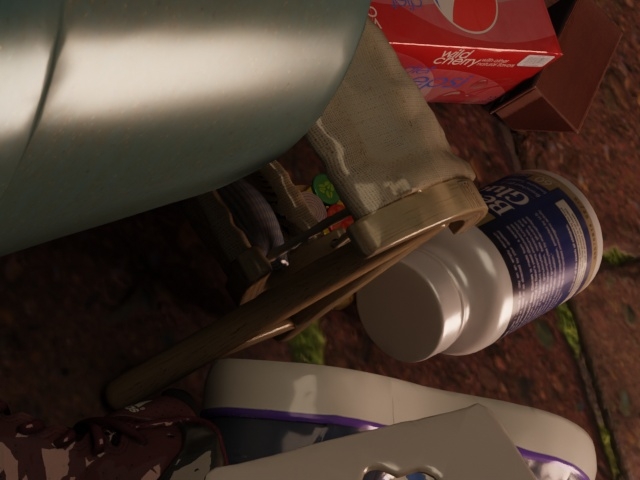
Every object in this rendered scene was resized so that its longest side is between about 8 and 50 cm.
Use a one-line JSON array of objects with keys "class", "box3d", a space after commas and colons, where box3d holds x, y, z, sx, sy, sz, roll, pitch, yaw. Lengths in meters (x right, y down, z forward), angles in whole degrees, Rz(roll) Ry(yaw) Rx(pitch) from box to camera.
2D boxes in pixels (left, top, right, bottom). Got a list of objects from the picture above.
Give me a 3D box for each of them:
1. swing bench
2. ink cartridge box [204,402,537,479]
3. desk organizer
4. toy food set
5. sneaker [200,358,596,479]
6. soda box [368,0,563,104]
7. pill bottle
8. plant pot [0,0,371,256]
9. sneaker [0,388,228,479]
[{"class": "swing bench", "box3d": [-0.052, -0.079, 1.100, 0.165, 0.254, 0.253, -22, 82, -46]}, {"class": "ink cartridge box", "box3d": [0.067, 0.266, 0.924, 0.207, 0.119, 0.353, -8, 61, -41]}, {"class": "desk organizer", "box3d": [0.177, -0.126, 1.476, 0.050, 0.047, 0.130, 45, 45, -16]}, {"class": "toy food set", "box3d": [0.000, 0.000, 1.268, 0.082, 0.020, 0.083, 49, 45, -7]}, {"class": "sneaker", "box3d": [0.038, 0.204, 1.133, 0.323, 0.130, 0.236, 19, 72, -48]}, {"class": "soda box", "box3d": [0.038, -0.151, 1.343, 0.263, 0.083, 0.092, -2, 68, -42]}, {"class": "pill bottle", "box3d": [0.101, 0.019, 1.292, 0.169, 0.094, 0.094, -25, 84, -46]}, {"class": "plant pot", "box3d": [-0.167, -0.129, 0.835, 0.334, 0.341, 0.341, -13, 76, -55]}, {"class": "sneaker", "box3d": [-0.149, 0.100, 0.982, 0.281, 0.106, 0.162, 48, 64, -1]}]
